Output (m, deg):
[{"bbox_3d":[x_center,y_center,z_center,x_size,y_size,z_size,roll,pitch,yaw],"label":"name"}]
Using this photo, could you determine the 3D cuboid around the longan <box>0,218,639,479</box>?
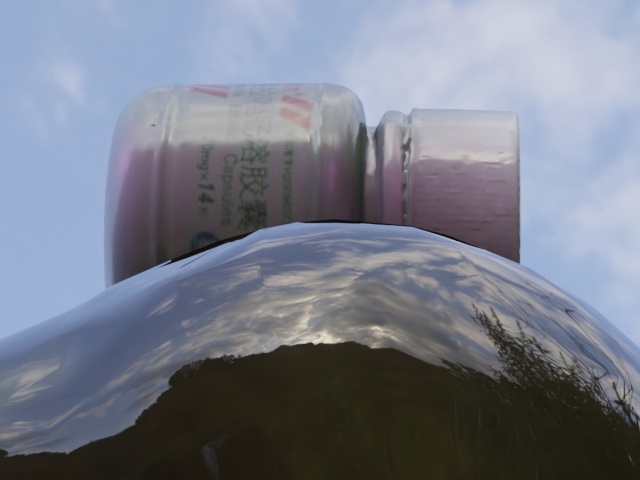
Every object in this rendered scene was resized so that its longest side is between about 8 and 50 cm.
[{"bbox_3d":[-0.024,0.170,0.802,0.404,0.336,0.405,-1,-52,-2],"label":"longan"}]

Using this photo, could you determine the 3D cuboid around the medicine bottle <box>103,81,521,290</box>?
[{"bbox_3d":[0.000,0.000,1.510,0.301,0.241,0.241,0,-54,3],"label":"medicine bottle"}]
